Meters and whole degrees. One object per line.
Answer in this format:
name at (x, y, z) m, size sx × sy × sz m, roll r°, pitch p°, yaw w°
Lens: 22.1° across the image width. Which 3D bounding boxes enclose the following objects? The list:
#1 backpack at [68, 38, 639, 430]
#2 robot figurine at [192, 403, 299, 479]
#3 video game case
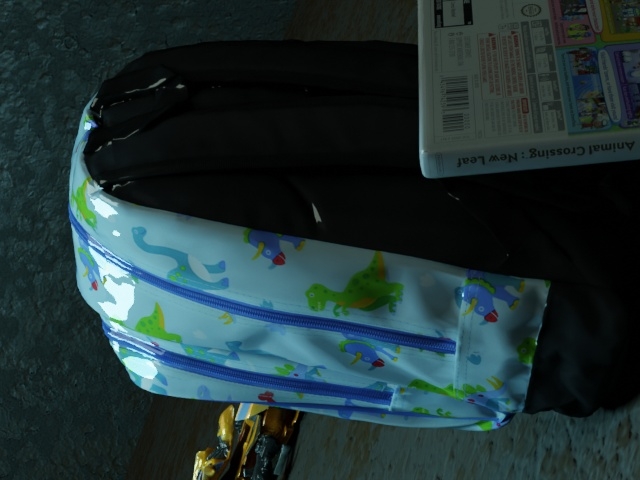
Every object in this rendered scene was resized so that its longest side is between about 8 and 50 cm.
backpack at (0.010, -0.013, 1.073) m, size 0.290 × 0.356 × 0.273 m, roll -81°, pitch 7°, yaw -47°
robot figurine at (-0.077, 0.203, 1.888) m, size 0.211 × 0.085 × 0.291 m, roll -164°, pitch 93°, yaw -81°
video game case at (0.156, -0.110, 0.990) m, size 0.212 × 0.193 × 0.023 m, roll -86°, pitch -12°, yaw -55°
